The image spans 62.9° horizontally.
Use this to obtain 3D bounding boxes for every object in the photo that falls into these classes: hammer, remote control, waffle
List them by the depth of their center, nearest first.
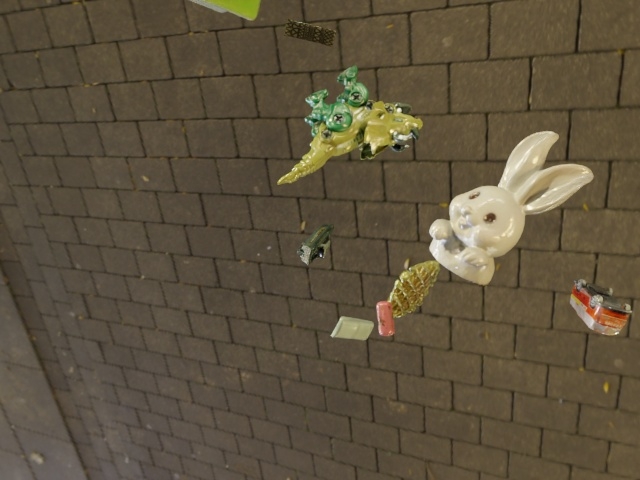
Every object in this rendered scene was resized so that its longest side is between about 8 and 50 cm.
[{"bbox_3d":[0.155,0.187,1.252,0.043,0.043,0.083,-13,77,29],"label":"hammer"},{"bbox_3d":[0.241,0.129,1.365,0.036,0.169,0.184,46,135,33],"label":"waffle"},{"bbox_3d":[0.092,0.246,1.442,0.029,0.162,0.061,36,102,40],"label":"remote control"}]

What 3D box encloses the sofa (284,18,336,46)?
[{"bbox_3d":[-0.025,-0.487,1.226,0.117,0.060,0.039,11,111,-7],"label":"sofa"}]

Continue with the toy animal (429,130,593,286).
[{"bbox_3d":[0.242,-0.046,0.704,0.221,0.130,0.104,-59,42,27],"label":"toy animal"}]

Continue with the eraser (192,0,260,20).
[{"bbox_3d":[-0.167,-0.482,0.834,0.092,0.274,0.210,18,110,10],"label":"eraser"}]

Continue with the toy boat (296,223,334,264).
[{"bbox_3d":[0.000,0.000,1.285,0.060,0.141,0.055,23,131,15],"label":"toy boat"}]

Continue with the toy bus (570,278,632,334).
[{"bbox_3d":[0.613,0.147,1.157,0.079,0.174,0.077,17,108,4],"label":"toy bus"}]

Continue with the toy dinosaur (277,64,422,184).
[{"bbox_3d":[0.028,-0.176,0.843,0.153,0.259,0.094,58,167,20],"label":"toy dinosaur"}]
